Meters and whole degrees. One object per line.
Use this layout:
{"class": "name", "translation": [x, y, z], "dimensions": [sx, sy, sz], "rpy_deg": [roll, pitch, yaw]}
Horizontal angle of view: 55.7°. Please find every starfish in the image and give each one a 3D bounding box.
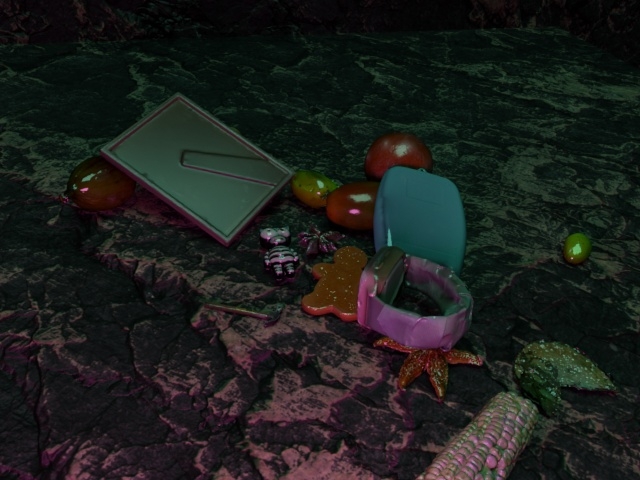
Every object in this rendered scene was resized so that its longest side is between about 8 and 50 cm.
{"class": "starfish", "translation": [0.231, 0.248, 1.314], "dimensions": [0.241, 0.043, 0.227], "rpy_deg": [9, 34, 15]}

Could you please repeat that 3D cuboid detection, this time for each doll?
{"class": "doll", "translation": [-0.108, 0.022, 1.565], "dimensions": [0.091, 0.067, 0.219], "rpy_deg": [-8, 36, -9]}

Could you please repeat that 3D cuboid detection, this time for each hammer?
{"class": "hammer", "translation": [-0.183, 0.165, 1.405], "dimensions": [0.182, 0.017, 0.062], "rpy_deg": [8, 36, 8]}

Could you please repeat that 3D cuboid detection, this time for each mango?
{"class": "mango", "translation": [0.157, -0.097, 1.710], "dimensions": [0.289, 0.129, 0.146], "rpy_deg": [-1, 38, -20]}
{"class": "mango", "translation": [0.701, 0.023, 1.659], "dimensions": [0.073, 0.056, 0.108], "rpy_deg": [20, 51, 26]}
{"class": "mango", "translation": [-0.024, -0.153, 1.790], "dimensions": [0.178, 0.100, 0.119], "rpy_deg": [29, 6, 42]}

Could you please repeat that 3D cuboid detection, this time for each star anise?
{"class": "star anise", "translation": [-0.008, 0.004, 1.606], "dimensions": [0.124, 0.056, 0.129], "rpy_deg": [20, 39, 19]}

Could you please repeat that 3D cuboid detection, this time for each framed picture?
{"class": "framed picture", "translation": [-0.338, -0.216, 1.716], "dimensions": [0.446, 0.028, 0.326], "rpy_deg": [36, 56, 8]}

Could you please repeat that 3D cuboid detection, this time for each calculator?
{"class": "calculator", "translation": [0.268, -0.055, 1.607], "dimensions": [0.256, 0.054, 0.386], "rpy_deg": [14, 50, -7]}

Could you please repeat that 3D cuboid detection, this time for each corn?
{"class": "corn", "translation": [0.286, 0.381, 1.070], "dimensions": [0.127, 0.126, 0.335], "rpy_deg": [29, 42, 30]}

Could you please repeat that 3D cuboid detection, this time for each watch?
{"class": "watch", "translation": [0.216, 0.130, 1.342], "dimensions": [0.241, 0.161, 0.253], "rpy_deg": [12, 32, 22]}

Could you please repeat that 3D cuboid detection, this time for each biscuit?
{"class": "biscuit", "translation": [0.055, 0.103, 1.498], "dimensions": [0.166, 0.036, 0.250], "rpy_deg": [11, 40, 9]}

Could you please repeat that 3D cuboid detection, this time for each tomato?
{"class": "tomato", "translation": [0.233, -0.228, 1.822], "dimensions": [0.208, 0.208, 0.184], "rpy_deg": [0, 51, -6]}

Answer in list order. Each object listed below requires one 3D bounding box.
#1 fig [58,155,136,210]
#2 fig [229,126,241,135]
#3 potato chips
{"class": "fig", "translation": [-0.626, -0.144, 1.658], "dimensions": [0.170, 0.145, 0.274], "rpy_deg": [12, 22, 11]}
{"class": "fig", "translation": [-0.291, -0.288, 1.932], "dimensions": [0.159, 0.159, 0.257], "rpy_deg": [10, 18, 8]}
{"class": "potato chips", "translation": [0.511, 0.291, 1.299], "dimensions": [0.220, 0.029, 0.202], "rpy_deg": [-18, 41, -32]}
